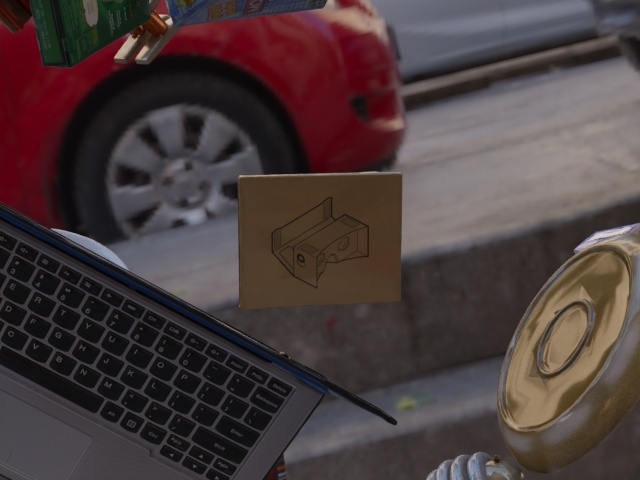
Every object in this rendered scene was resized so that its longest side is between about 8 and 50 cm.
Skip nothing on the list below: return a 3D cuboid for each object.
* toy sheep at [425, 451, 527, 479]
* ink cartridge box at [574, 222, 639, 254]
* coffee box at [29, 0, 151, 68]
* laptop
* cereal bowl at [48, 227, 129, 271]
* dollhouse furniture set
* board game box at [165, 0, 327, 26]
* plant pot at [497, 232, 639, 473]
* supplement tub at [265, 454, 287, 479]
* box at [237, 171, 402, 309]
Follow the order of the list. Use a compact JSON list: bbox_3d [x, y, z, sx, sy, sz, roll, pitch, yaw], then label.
[{"bbox_3d":[0.128,0.238,1.276,0.132,0.091,0.091,-30,0,22],"label":"toy sheep"},{"bbox_3d":[0.396,0.079,1.693,0.046,0.207,0.097,-37,8,-21],"label":"ink cartridge box"},{"bbox_3d":[-0.248,-0.266,1.535,0.040,0.113,0.184,4,28,23],"label":"coffee box"},{"bbox_3d":[-0.195,0.125,1.127,0.408,0.382,0.236,-56,9,28],"label":"laptop"},{"bbox_3d":[-0.386,0.131,1.721,0.339,0.141,0.339,-2,34,1],"label":"cereal bowl"},{"bbox_3d":[-0.339,-0.340,1.871,0.135,0.262,0.259,-51,29,-15],"label":"dollhouse furniture set"},{"bbox_3d":[-0.075,-0.303,1.590,0.194,0.060,0.194,-16,-11,-15],"label":"board game box"},{"bbox_3d":[0.224,0.091,1.252,0.032,0.236,0.236,29,-5,-16],"label":"plant pot"},{"bbox_3d":[-0.086,0.269,1.531,0.106,0.198,0.106,-6,-4,0],"label":"supplement tub"},{"bbox_3d":[0.000,0.000,1.728,0.201,0.164,0.021,-2,11,-10],"label":"box"}]
